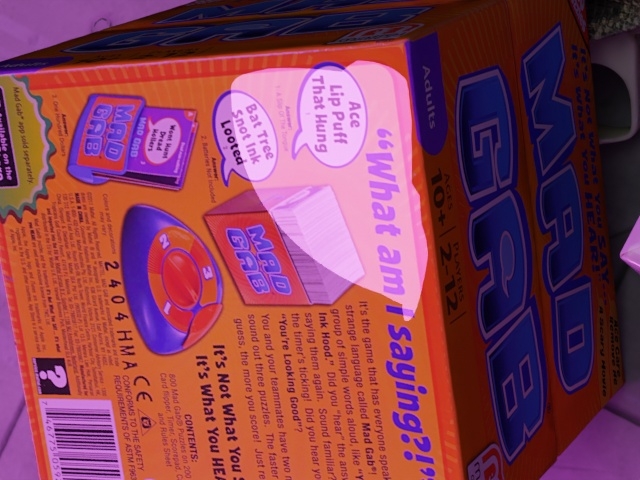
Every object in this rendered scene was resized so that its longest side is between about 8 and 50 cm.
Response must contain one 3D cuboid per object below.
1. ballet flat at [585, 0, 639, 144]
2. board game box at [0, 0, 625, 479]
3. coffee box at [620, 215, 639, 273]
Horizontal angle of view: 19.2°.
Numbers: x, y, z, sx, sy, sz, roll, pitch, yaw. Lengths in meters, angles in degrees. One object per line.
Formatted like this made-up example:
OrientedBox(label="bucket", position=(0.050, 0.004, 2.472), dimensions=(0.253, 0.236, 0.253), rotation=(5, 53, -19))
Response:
OrientedBox(label="ballet flat", position=(0.252, -0.178, 1.578), dimensions=(0.482, 0.164, 0.182), rotation=(-17, 93, 29))
OrientedBox(label="board game box", position=(0.000, 0.000, 1.468), dimensions=(0.356, 0.356, 0.357), rotation=(-1, 105, 27))
OrientedBox(label="coffee box", position=(0.354, 0.032, 1.377), dimensions=(0.168, 0.297, 0.119), rotation=(28, 89, 30))
